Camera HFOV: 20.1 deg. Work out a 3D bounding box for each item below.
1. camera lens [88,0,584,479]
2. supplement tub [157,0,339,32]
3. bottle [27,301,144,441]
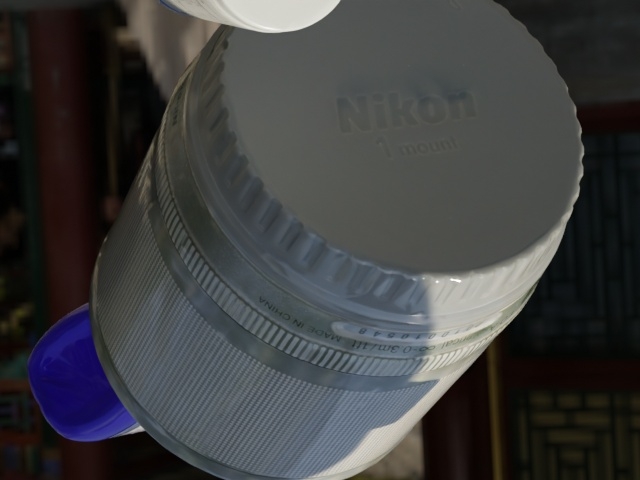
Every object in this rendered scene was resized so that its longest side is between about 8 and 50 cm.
[{"bbox_3d":[0.000,0.000,1.016,0.219,0.219,0.274,-5,153,-24],"label":"camera lens"},{"bbox_3d":[-0.036,-0.128,0.787,0.071,0.071,0.107,-5,-168,-24],"label":"supplement tub"},{"bbox_3d":[-0.101,0.089,1.390,0.118,0.092,0.283,-35,165,24],"label":"bottle"}]
